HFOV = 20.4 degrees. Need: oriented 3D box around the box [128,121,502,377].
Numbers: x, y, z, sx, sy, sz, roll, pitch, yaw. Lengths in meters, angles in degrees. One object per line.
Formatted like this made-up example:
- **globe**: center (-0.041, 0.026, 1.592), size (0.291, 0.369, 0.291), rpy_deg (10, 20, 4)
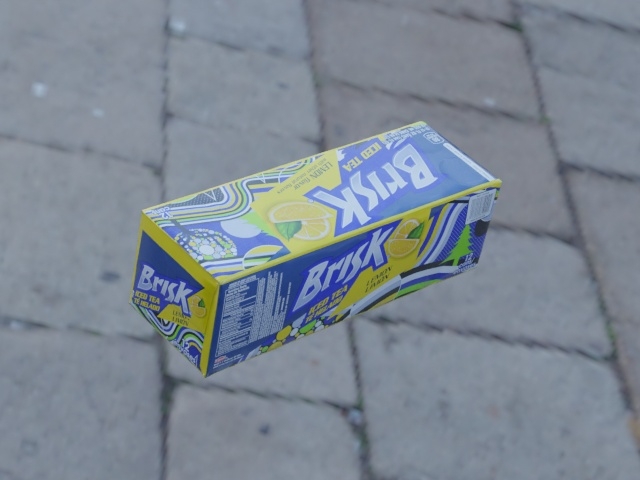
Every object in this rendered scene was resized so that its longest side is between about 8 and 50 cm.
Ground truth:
- **box**: center (0.000, 0.000, 0.798), size (0.169, 0.054, 0.059), rpy_deg (-19, 46, -38)
